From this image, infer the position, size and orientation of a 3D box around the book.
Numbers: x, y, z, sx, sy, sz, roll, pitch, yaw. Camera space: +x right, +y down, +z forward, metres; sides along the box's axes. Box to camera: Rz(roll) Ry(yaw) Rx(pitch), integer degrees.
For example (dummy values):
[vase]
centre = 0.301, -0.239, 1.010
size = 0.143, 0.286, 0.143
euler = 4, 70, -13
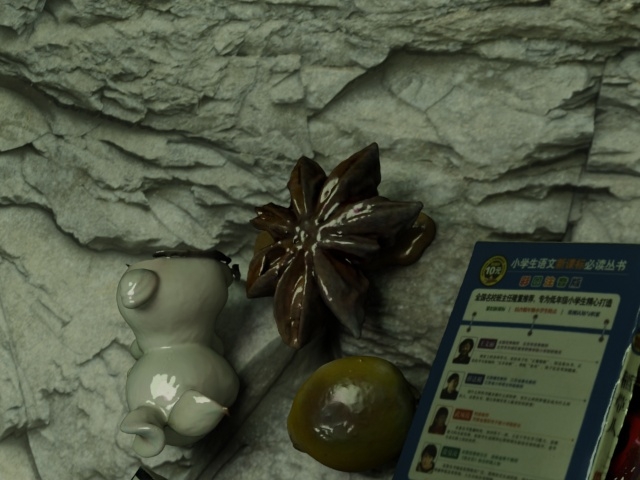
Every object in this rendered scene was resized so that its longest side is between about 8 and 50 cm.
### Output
[book]
centre = 0.238, 0.195, 1.675
size = 0.300, 0.039, 0.428
euler = 2, 65, 49

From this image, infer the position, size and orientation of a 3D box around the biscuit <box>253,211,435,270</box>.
[biscuit]
centre = 0.030, -0.008, 2.061
size = 0.320, 0.047, 0.183
euler = 7, 74, 41

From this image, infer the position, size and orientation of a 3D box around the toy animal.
[toy animal]
centre = -0.212, 0.173, 2.040
size = 0.183, 0.247, 0.309
euler = -1, 74, 2

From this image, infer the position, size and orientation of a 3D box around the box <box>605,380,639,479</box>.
[box]
centre = 0.373, 0.249, 1.598
size = 0.240, 0.071, 0.159
euler = 25, 85, 45

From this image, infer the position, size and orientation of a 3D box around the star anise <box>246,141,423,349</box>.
[star anise]
centre = 0.014, 0.006, 1.966
size = 0.315, 0.108, 0.315
euler = -12, 66, 29

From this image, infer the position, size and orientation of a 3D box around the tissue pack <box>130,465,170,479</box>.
[tissue pack]
centre = -0.261, 0.430, 2.013
size = 0.103, 0.090, 0.170
euler = 32, 86, 46

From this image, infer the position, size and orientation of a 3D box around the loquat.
[loquat]
centre = 0.040, 0.231, 1.836
size = 0.195, 0.152, 0.152
euler = -18, 54, 17
